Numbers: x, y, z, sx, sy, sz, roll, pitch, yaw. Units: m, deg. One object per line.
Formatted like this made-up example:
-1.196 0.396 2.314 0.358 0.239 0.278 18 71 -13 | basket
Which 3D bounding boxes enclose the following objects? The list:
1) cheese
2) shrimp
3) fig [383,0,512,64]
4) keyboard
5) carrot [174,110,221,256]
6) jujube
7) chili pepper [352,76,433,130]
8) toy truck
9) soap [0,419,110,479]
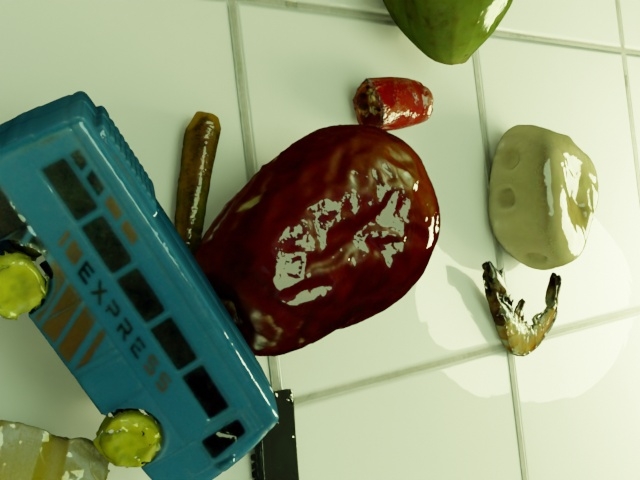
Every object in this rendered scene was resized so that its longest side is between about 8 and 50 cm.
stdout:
0.359 -0.073 1.556 0.218 0.117 0.235 -27 108 -45 | cheese
0.317 0.080 1.523 0.148 0.035 0.195 -38 119 -20 | shrimp
0.177 -0.365 1.347 0.207 0.207 0.230 3 87 -45 | fig
-0.051 0.294 1.160 0.072 0.023 0.231 -1 86 -52 | keyboard
-0.141 -0.061 1.103 0.042 0.042 0.171 16 77 -43 | carrot
0.000 0.000 1.124 0.318 0.223 0.223 -37 111 -38 | jujube
0.101 -0.185 1.343 0.123 0.073 0.070 -11 135 -43 | chili pepper
-0.185 0.059 0.916 0.162 0.161 0.385 -29 112 -1 | toy truck
-0.312 0.312 0.846 0.199 0.091 0.315 24 68 -42 | soap
